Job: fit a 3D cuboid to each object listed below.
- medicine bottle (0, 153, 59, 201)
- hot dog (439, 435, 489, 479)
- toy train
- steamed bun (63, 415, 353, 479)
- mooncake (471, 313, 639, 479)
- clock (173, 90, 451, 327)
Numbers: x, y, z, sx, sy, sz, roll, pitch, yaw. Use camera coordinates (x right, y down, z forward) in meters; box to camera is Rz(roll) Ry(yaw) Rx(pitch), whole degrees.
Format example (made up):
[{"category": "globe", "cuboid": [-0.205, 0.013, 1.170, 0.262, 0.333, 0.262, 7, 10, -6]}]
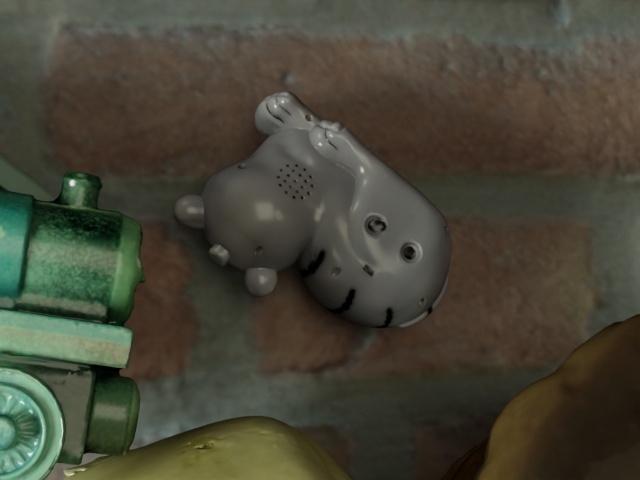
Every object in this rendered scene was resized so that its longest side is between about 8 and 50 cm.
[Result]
[{"category": "medicine bottle", "cuboid": [-0.245, -0.014, 0.887, 0.229, 0.083, 0.121, 37, 76, -6]}, {"category": "hot dog", "cuboid": [0.195, 0.190, 0.965, 0.259, 0.114, 0.175, -20, 85, -7]}, {"category": "toy train", "cuboid": [-0.239, 0.031, 0.789, 0.298, 0.120, 0.194, 9, 84, -11]}, {"category": "steamed bun", "cuboid": [-0.069, 0.211, 0.791, 0.232, 0.166, 0.273, -10, 36, -16]}, {"category": "mooncake", "cuboid": [0.221, 0.195, 0.783, 0.324, 0.187, 0.324, 3, 64, -7]}, {"category": "clock", "cuboid": [0.000, 0.000, 0.965, 0.176, 0.080, 0.117, 40, 68, -5]}]
